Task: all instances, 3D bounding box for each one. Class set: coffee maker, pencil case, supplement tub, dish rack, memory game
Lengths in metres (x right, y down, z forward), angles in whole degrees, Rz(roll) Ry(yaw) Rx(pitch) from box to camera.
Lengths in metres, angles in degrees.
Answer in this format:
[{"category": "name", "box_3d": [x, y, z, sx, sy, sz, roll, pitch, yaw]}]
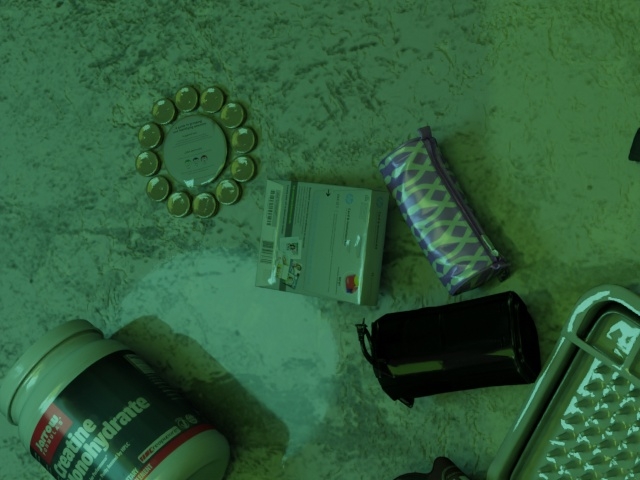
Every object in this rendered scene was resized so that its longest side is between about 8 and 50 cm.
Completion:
[{"category": "coffee maker", "box_3d": [0.160, 0.132, 1.752, 0.178, 0.171, 0.120, -13, 85, 22]}, {"category": "pencil case", "box_3d": [0.151, -0.031, 1.804, 0.206, 0.086, 0.088, 59, 142, 12]}, {"category": "supplement tub", "box_3d": [-0.270, 0.251, 1.919, 0.272, 0.191, 0.191, 40, 104, 18]}, {"category": "dish rack", "box_3d": [0.364, 0.244, 1.680, 0.285, 0.072, 0.332, 37, 113, 30]}, {"category": "memory game", "box_3d": [-0.169, -0.119, 1.981, 0.186, 0.012, 0.186, 0, 89, 23]}]

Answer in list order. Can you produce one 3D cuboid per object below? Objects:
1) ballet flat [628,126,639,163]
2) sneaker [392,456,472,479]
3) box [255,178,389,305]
[{"category": "ballet flat", "box_3d": [0.437, -0.058, 1.697, 0.203, 0.074, 0.074, 43, 105, 24]}, {"category": "sneaker", "box_3d": [0.130, 0.388, 1.816, 0.162, 0.106, 0.281, 48, 124, 45]}, {"category": "box", "box_3d": [0.000, 0.000, 1.862, 0.186, 0.038, 0.145, 7, 92, 44]}]
